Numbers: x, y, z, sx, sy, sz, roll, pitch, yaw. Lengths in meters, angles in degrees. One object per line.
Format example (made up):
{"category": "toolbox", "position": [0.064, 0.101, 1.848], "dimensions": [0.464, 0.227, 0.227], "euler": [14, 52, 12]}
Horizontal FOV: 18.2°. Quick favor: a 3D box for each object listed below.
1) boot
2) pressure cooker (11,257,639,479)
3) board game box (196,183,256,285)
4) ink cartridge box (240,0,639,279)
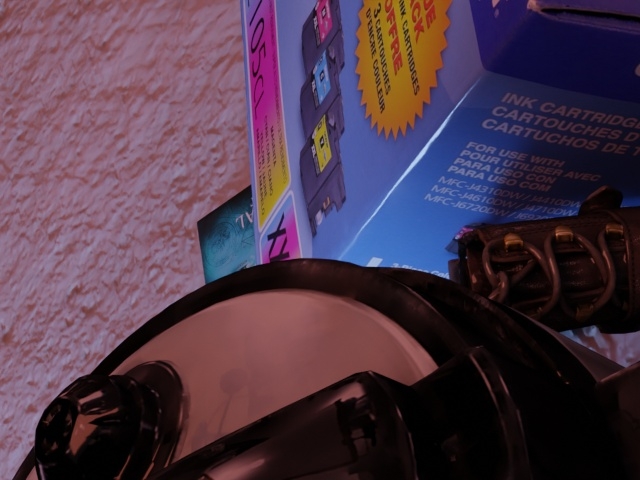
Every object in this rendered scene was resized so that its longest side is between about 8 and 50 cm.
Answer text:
{"category": "boot", "position": [0.175, 0.010, 0.837], "dimensions": [0.263, 0.229, 0.091], "euler": [156, 107, -81]}
{"category": "pressure cooker", "position": [0.033, 0.210, 0.786], "dimensions": [0.375, 0.420, 0.370], "euler": [17, 81, 53]}
{"category": "board game box", "position": [0.000, 0.000, 1.232], "dimensions": [0.186, 0.026, 0.126], "euler": [-34, 50, 33]}
{"category": "ink cartridge box", "position": [0.094, -0.137, 0.992], "dimensions": [0.395, 0.151, 0.270], "euler": [128, 143, -52]}
